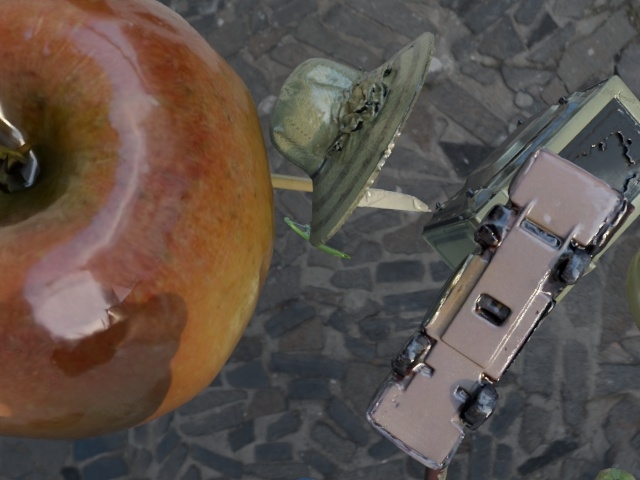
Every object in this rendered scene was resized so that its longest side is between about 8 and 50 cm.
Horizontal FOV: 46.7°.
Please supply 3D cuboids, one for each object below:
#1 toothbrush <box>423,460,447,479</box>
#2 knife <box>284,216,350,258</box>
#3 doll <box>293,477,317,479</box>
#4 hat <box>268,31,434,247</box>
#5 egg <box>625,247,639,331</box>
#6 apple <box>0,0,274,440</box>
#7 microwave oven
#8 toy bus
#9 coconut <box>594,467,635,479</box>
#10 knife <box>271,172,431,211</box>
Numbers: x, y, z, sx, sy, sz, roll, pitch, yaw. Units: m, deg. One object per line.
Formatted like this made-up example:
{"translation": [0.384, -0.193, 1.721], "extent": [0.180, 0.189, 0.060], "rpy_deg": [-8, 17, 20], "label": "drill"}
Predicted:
{"translation": [0.190, 0.321, 1.178], "extent": [0.040, 0.364, 0.041], "rpy_deg": [-1, 46, 1], "label": "toothbrush"}
{"translation": [-0.001, 0.002, 1.421], "extent": [0.166, 0.078, 0.023], "rpy_deg": [36, 107, 42], "label": "knife"}
{"translation": [-0.042, 0.279, 0.288], "extent": [0.145, 0.199, 0.363], "rpy_deg": [-9, 62, 51], "label": "doll"}
{"translation": [0.006, -0.128, 0.761], "extent": [0.110, 0.252, 0.252], "rpy_deg": [27, 97, -10], "label": "hat"}
{"translation": [0.646, 0.108, 1.313], "extent": [0.186, 0.186, 0.242], "rpy_deg": [-29, 87, 23], "label": "egg"}
{"translation": [-0.200, -0.019, 0.562], "extent": [0.338, 0.305, 0.339], "rpy_deg": [3, 74, -9], "label": "apple"}
{"translation": [0.381, -0.080, 1.279], "extent": [0.355, 0.286, 0.218], "rpy_deg": [-44, 96, -12], "label": "microwave oven"}
{"translation": [0.170, 0.067, 0.740], "extent": [0.112, 0.138, 0.317], "rpy_deg": [36, 101, 12], "label": "toy bus"}
{"translation": [0.584, 0.492, 1.470], "extent": [0.082, 0.081, 0.083], "rpy_deg": [-25, 52, 4], "label": "coconut"}
{"translation": [0.035, -0.077, 1.219], "extent": [0.297, 0.047, 0.017], "rpy_deg": [7, 40, 3], "label": "knife"}
